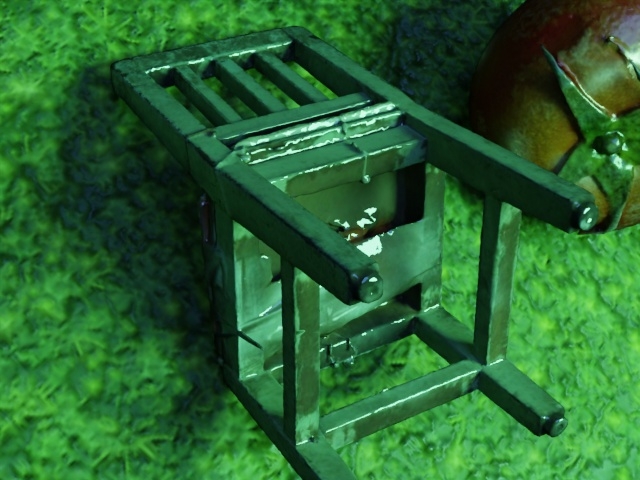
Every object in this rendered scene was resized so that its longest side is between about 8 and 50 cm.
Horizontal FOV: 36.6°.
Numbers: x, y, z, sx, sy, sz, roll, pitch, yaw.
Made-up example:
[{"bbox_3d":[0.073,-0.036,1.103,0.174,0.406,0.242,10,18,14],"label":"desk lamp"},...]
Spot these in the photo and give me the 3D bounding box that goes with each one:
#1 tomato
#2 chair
[{"bbox_3d":[0.174,-0.097,0.598,0.167,0.167,0.167,7,69,-17],"label":"tomato"},{"bbox_3d":[0.000,0.000,0.521,0.136,0.147,0.270,-18,34,-27],"label":"chair"}]
